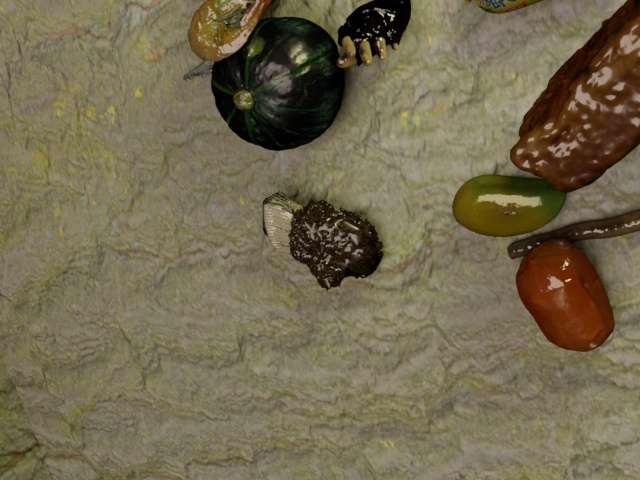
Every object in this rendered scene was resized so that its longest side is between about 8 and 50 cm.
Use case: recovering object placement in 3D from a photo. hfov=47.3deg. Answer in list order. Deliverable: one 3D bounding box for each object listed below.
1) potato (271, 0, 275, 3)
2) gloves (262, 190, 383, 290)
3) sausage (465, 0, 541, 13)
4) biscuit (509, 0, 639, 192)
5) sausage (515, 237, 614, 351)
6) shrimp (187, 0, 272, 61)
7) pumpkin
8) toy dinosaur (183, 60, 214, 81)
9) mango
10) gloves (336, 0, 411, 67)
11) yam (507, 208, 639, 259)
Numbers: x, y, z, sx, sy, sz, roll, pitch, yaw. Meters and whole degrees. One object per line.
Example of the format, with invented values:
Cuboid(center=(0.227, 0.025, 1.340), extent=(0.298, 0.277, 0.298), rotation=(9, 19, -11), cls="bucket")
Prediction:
Cuboid(center=(-0.144, -0.621, 1.583), extent=(0.186, 0.149, 0.253), rotation=(24, 120, -15), cls="potato")
Cuboid(center=(0.003, 0.001, 1.789), extent=(0.312, 0.135, 0.211), rotation=(13, 112, 21), cls="gloves")
Cuboid(center=(0.418, -0.507, 1.325), extent=(0.346, 0.123, 0.123), rotation=(-14, 104, 33), cls="sausage")
Cuboid(center=(0.517, -0.283, 1.243), extent=(0.166, 0.343, 0.395), rotation=(41, 128, 2), cls="biscuit")
Cuboid(center=(0.515, 0.121, 1.529), extent=(0.141, 0.153, 0.268), rotation=(-17, 118, 37), cls="sausage")
Cuboid(center=(-0.173, -0.474, 1.534), extent=(0.267, 0.061, 0.145), rotation=(-27, 67, 20), cls="shrimp")
Cuboid(center=(-0.104, -0.346, 1.629), extent=(0.315, 0.238, 0.316), rotation=(15, 123, 24), cls="pumpkin")
Cuboid(center=(-0.278, -0.441, 1.804), extent=(0.208, 0.039, 0.082), rotation=(-26, 99, 36), cls="toy dinosaur")
Cuboid(center=(0.398, -0.070, 1.559), extent=(0.237, 0.091, 0.137), rotation=(9, 122, 26), cls="mango")
Cuboid(center=(0.104, -0.422, 1.495), extent=(0.124, 0.203, 0.164), rotation=(49, 127, -1), cls="gloves")
Cuboid(center=(0.549, -0.014, 1.528), extent=(0.326, 0.045, 0.045), rotation=(-17, 136, 36), cls="yam")
